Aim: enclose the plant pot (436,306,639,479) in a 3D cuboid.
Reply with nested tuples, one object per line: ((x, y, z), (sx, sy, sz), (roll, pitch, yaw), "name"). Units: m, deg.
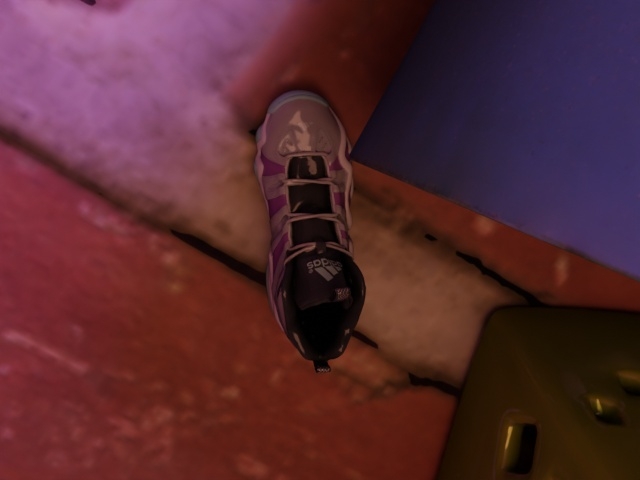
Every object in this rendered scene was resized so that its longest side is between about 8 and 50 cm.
((0.165, 0.175, 0.577), (0.228, 0.207, 0.227), (8, 111, -12), "plant pot")

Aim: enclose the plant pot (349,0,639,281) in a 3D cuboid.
((0.188, -0.073, 0.449), (0.293, 0.293, 0.235), (22, 93, -18), "plant pot")

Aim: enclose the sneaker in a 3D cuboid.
((0.000, 0.000, 0.551), (0.038, 0.069, 0.098), (-9, 113, -7), "sneaker")
